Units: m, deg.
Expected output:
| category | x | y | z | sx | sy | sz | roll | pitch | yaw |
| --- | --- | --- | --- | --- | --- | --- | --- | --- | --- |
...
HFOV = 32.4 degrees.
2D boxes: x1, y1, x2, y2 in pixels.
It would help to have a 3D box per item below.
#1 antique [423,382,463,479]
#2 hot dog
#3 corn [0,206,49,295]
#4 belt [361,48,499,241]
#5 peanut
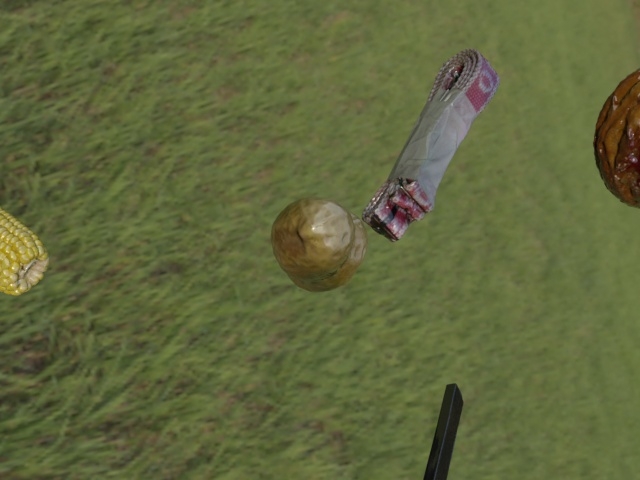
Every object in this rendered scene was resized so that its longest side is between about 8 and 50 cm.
| category | x | y | z | sx | sy | sz | roll | pitch | yaw |
| --- | --- | --- | --- | --- | --- | --- | --- | --- | --- |
| antique | 0.137 | 0.224 | 1.224 | 0.192 | 0.015 | 0.031 | -61 | 135 | -59 |
| hot dog | 0.534 | -0.182 | 1.665 | 0.174 | 0.267 | 0.387 | 42 | 23 | 11 |
| corn | -0.466 | -0.017 | 1.470 | 0.093 | 0.244 | 0.093 | -45 | 156 | -27 |
| belt | 0.123 | -0.106 | 1.186 | 0.053 | 0.071 | 0.232 | 40 | 71 | -31 |
| peanut | 0.000 | 0.000 | 1.366 | 0.236 | 0.120 | 0.110 | 94 | 7 | -78 |
